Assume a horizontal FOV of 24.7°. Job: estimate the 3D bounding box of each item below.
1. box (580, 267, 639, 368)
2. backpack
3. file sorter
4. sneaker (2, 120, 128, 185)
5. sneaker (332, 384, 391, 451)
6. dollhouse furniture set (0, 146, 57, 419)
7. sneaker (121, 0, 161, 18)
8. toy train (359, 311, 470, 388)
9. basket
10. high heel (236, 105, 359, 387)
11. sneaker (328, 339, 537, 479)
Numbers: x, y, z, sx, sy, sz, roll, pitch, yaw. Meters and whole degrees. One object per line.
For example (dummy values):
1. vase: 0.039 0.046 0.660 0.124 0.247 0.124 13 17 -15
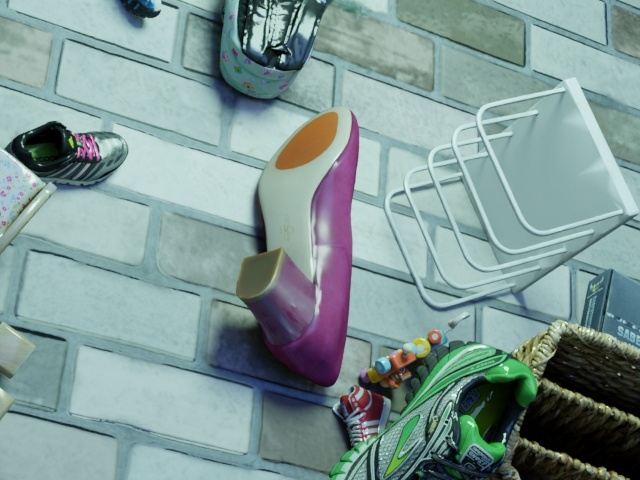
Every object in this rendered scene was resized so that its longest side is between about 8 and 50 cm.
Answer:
1. box: 0.467 0.170 2.046 0.233 0.059 0.183 29 54 -15
2. backpack: -0.064 -0.279 1.924 0.152 0.115 0.182 13 62 -11
3. file sorter: 0.230 -0.050 1.885 0.173 0.278 0.193 -15 75 -30
4. sneaker: -0.298 -0.105 1.727 0.170 0.075 0.063 -8 71 -33
5. sneaker: 0.045 0.231 1.783 0.067 0.042 0.118 30 48 -19
6. dollhouse furniture set: -0.363 -0.023 1.544 0.303 0.174 0.355 39 67 -9
7. sneaker: -0.234 -0.377 1.904 0.083 0.071 0.190 -11 73 -39
8. toy train: 0.120 0.148 1.817 0.166 0.125 0.046 -24 82 -40
9. basket: 0.341 0.265 1.826 0.299 0.223 0.213 24 57 -19
10. high heel: 0.000 0.000 1.858 0.181 0.127 0.377 55 42 -33
11. sneaker: 0.121 0.256 1.681 0.134 0.146 0.343 41 72 -20
